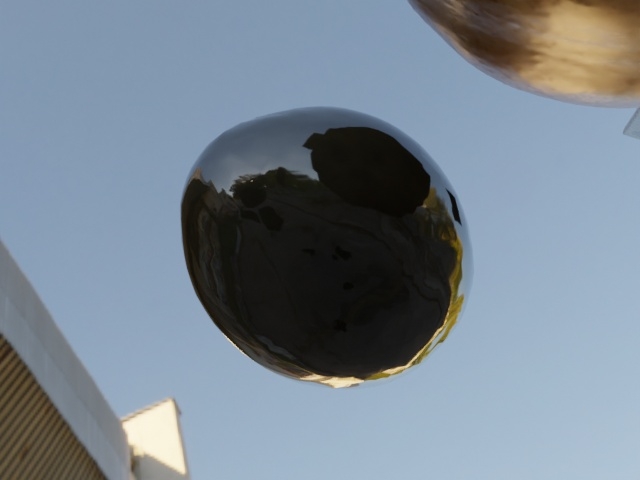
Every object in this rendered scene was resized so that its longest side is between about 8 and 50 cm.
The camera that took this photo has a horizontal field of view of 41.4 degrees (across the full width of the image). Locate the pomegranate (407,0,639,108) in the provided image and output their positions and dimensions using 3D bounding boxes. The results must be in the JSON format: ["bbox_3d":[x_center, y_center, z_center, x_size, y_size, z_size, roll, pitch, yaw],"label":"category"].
[{"bbox_3d":[0.190,-0.300,0.568,0.416,0.417,0.417,-9,-48,-10],"label":"pomegranate"}]

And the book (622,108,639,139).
[{"bbox_3d":[0.396,-0.121,0.907,0.118,0.172,0.012,19,-93,13],"label":"book"}]

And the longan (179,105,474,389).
[{"bbox_3d":[0.000,0.000,0.663,0.248,0.248,0.248,-9,-48,-10],"label":"longan"}]
